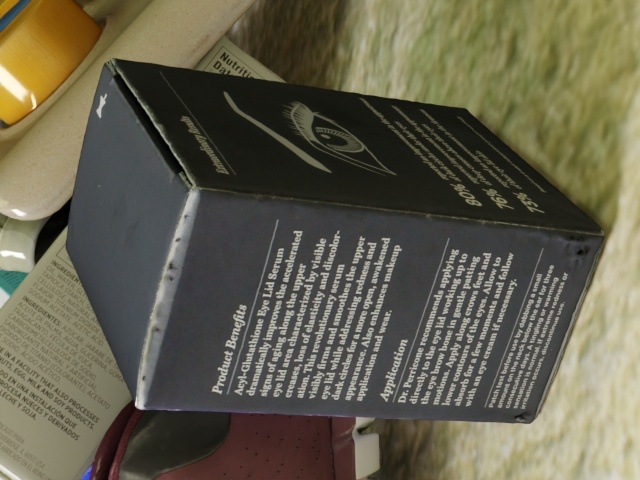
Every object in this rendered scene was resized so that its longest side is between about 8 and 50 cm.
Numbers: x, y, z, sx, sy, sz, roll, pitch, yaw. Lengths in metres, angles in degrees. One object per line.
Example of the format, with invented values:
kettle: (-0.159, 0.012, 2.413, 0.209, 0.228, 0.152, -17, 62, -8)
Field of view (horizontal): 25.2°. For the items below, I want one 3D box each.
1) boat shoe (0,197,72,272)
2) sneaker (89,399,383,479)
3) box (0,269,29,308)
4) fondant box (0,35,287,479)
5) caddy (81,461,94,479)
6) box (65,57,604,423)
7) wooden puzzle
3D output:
boat shoe: (-0.201, -0.050, 1.154, 0.302, 0.094, 0.109, -54, -21, -54)
sneaker: (-0.043, 0.171, 0.740, 0.106, 0.163, 0.281, -30, 69, 62)
box: (-0.349, 0.022, 1.427, 0.244, 0.060, 0.100, 39, 136, 24)
fondant box: (-0.149, 0.052, 0.921, 0.330, 0.096, 0.238, -56, 7, -36)
caddy: (-0.122, 0.268, 0.900, 0.341, 0.179, 0.241, -36, 53, 57)
box: (0.000, 0.000, 0.677, 0.153, 0.207, 0.108, -126, 47, -56)
wooden puzzle: (-0.155, -0.189, 1.013, 0.322, 0.080, 0.348, -47, 28, -2)
